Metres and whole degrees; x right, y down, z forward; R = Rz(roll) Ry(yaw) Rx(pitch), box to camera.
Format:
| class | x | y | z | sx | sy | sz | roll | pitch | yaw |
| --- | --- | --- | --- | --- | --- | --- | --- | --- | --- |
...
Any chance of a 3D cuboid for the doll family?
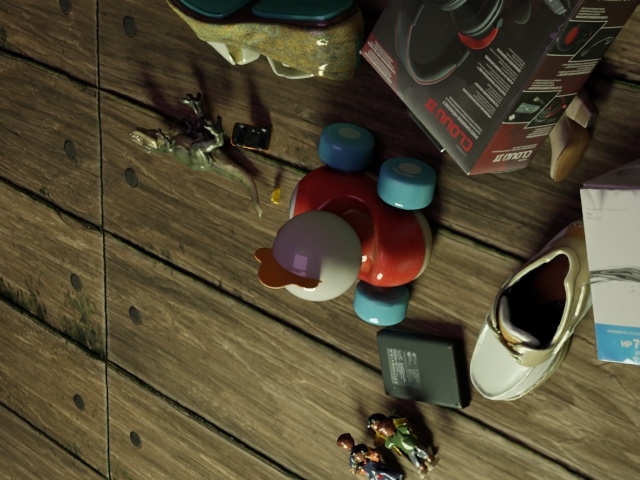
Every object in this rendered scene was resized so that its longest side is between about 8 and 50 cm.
| class | x | y | z | sx | sy | sz | roll | pitch | yaw |
| --- | --- | --- | --- | --- | --- | --- | --- | --- | --- |
| doll family | 0.086 | 0.292 | 1.781 | 0.111 | 0.076 | 0.193 | 41 | 129 | 2 |

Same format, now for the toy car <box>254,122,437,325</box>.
| class | x | y | z | sx | sy | sz | roll | pitch | yaw |
| --- | --- | --- | --- | --- | --- | --- | --- | --- | --- |
| toy car | 0.000 | 0.000 | 1.635 | 0.210 | 0.238 | 0.219 | 34 | 127 | 33 |

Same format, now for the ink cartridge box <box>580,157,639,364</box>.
| class | x | y | z | sx | sy | sz | roll | pitch | yaw |
| --- | --- | --- | --- | --- | --- | --- | --- | --- | --- |
| ink cartridge box | 0.348 | 0.020 | 1.354 | 0.082 | 0.139 | 0.191 | 5 | 109 | 43 |

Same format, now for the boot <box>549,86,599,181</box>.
| class | x | y | z | sx | sy | sz | roll | pitch | yaw |
| --- | --- | --- | --- | --- | --- | --- | --- | --- | --- |
| boot | 0.265 | -0.137 | 1.458 | 0.087 | 0.042 | 0.118 | 48 | 133 | 30 |

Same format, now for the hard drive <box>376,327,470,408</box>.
| class | x | y | z | sx | sy | sz | roll | pitch | yaw |
| --- | --- | --- | --- | --- | --- | --- | --- | --- | --- |
| hard drive | 0.136 | 0.170 | 1.722 | 0.135 | 0.022 | 0.094 | 5 | 109 | 45 |

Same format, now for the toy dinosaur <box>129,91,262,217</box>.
| class | x | y | z | sx | sy | sz | roll | pitch | yaw |
| --- | --- | --- | --- | --- | --- | --- | --- | --- | --- |
| toy dinosaur | -0.172 | -0.141 | 1.895 | 0.268 | 0.064 | 0.118 | 30 | 132 | 33 |

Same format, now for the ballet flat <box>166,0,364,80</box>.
| class | x | y | z | sx | sy | sz | roll | pitch | yaw |
| --- | --- | --- | --- | --- | --- | --- | --- | --- | --- |
| ballet flat | -0.079 | -0.279 | 1.708 | 0.348 | 0.123 | 0.123 | 20 | 119 | 40 |

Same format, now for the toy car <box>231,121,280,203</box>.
| class | x | y | z | sx | sy | sz | roll | pitch | yaw |
| --- | --- | --- | --- | --- | --- | --- | --- | --- | --- |
| toy car | -0.094 | -0.109 | 1.828 | 0.040 | 0.060 | 0.122 | -167 | 68 | -78 |

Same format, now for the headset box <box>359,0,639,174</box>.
| class | x | y | z | sx | sy | sz | roll | pitch | yaw |
| --- | --- | --- | --- | --- | --- | --- | --- | --- | --- |
| headset box | 0.186 | -0.229 | 1.413 | 0.218 | 0.110 | 0.293 | 53 | 131 | 27 |

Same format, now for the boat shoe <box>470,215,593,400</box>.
| class | x | y | z | sx | sy | sz | roll | pitch | yaw |
| --- | --- | --- | --- | --- | --- | --- | --- | --- | --- |
| boat shoe | 0.245 | 0.088 | 1.516 | 0.113 | 0.103 | 0.302 | 46 | 133 | 23 |
